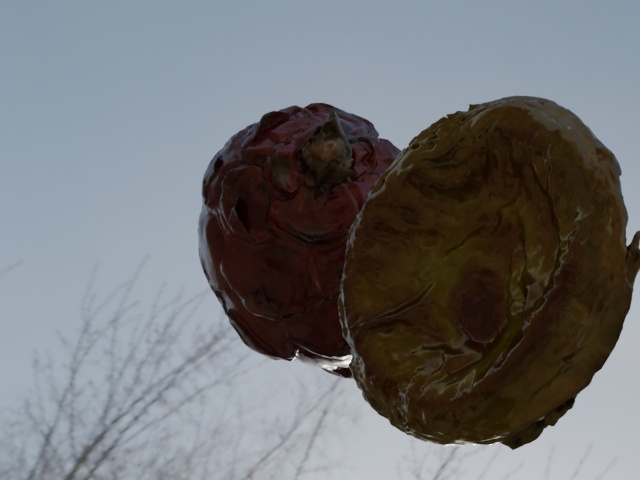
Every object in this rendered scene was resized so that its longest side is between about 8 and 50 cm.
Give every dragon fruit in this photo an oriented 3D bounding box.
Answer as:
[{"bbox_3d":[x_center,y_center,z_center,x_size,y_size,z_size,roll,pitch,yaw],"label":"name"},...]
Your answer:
[{"bbox_3d":[0.000,0.000,1.473,0.277,0.277,0.342,25,-38,24],"label":"dragon fruit"}]

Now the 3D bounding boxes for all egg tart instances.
[{"bbox_3d":[0.137,0.029,1.026,0.295,0.116,0.294,-23,-123,42],"label":"egg tart"}]
